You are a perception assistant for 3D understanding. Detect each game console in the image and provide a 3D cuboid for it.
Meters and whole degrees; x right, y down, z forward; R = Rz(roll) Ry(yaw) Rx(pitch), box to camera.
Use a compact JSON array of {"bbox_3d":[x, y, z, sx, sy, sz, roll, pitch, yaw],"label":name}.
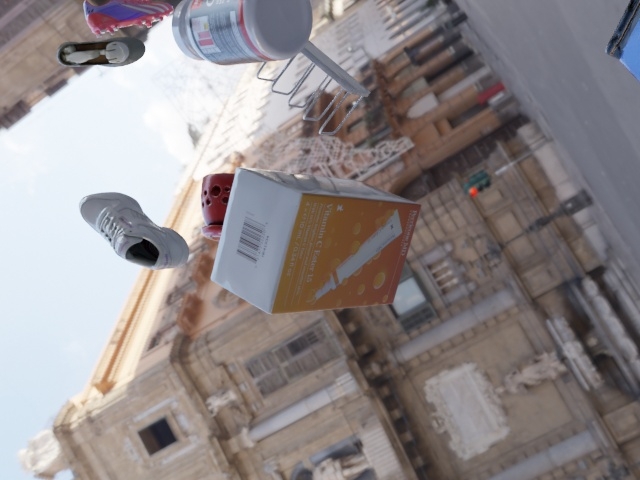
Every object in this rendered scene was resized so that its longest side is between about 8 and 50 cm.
[{"bbox_3d":[0.695,-0.460,1.367,0.173,0.250,0.293,34,145,18],"label":"game console"}]

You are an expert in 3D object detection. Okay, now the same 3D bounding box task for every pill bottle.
[{"bbox_3d":[-0.210,-0.554,1.816,0.210,0.363,0.210,-8,-78,-43],"label":"pill bottle"}]

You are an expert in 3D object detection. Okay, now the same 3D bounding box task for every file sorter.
[{"bbox_3d":[-0.027,-0.469,2.141,0.278,0.173,0.193,42,-162,8],"label":"file sorter"}]

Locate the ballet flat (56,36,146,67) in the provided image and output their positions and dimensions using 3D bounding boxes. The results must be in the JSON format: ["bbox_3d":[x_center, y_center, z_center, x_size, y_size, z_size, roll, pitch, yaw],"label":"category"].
[{"bbox_3d":[-0.535,-0.454,1.743,0.068,0.213,0.072,-117,22,-63],"label":"ballet flat"}]

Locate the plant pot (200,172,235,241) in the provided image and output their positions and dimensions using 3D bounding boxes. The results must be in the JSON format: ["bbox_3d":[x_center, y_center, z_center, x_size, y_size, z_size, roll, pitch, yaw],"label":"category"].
[{"bbox_3d":[-0.243,-0.084,1.984,0.191,0.191,0.174,23,-109,-65],"label":"plant pot"}]

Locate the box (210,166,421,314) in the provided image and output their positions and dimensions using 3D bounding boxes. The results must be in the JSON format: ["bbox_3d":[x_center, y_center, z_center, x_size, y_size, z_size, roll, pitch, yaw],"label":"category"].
[{"bbox_3d":[0.000,0.000,1.319,0.168,0.215,0.345,24,-164,39],"label":"box"}]

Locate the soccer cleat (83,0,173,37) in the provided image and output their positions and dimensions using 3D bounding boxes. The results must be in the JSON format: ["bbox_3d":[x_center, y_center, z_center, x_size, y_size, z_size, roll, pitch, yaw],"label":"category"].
[{"bbox_3d":[-0.507,-0.614,1.902,0.248,0.083,0.095,-27,-78,-32],"label":"soccer cleat"}]

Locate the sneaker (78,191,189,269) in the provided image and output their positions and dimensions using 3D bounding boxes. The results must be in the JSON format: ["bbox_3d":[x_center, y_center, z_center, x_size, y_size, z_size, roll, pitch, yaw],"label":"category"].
[{"bbox_3d":[-0.465,-0.026,1.715,0.305,0.114,0.152,28,-164,11],"label":"sneaker"}]
